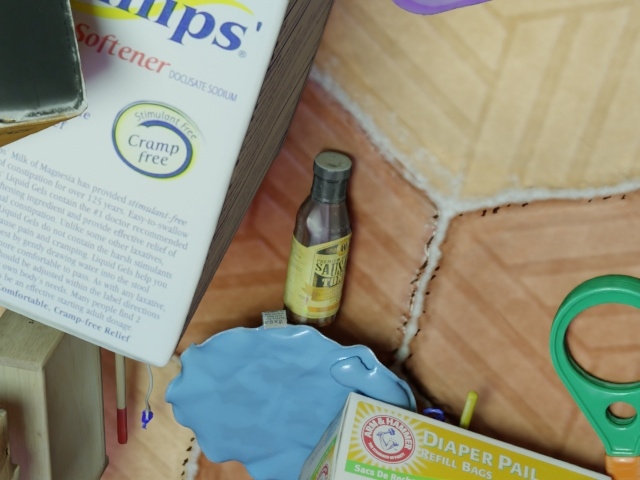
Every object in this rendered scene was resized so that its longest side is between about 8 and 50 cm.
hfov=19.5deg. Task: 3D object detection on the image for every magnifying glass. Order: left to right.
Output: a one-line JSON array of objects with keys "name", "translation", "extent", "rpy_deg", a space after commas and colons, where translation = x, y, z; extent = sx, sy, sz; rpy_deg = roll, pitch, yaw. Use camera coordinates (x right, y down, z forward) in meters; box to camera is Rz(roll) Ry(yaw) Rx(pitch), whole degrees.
[{"name": "magnifying glass", "translation": [0.213, 0.127, 1.307], "extent": [0.092, 0.026, 0.231], "rpy_deg": [0, 118, 15]}]

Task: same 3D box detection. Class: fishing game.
[{"name": "fishing game", "translation": [-0.021, 0.114, 1.339], "extent": [0.264, 0.041, 0.189], "rpy_deg": [8, 138, 4]}]

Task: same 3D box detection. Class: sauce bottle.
[{"name": "sauce bottle", "translation": [0.000, 0.000, 1.276], "extent": [0.042, 0.042, 0.128], "rpy_deg": [13, 125, 8]}]

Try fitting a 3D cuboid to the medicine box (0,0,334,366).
[{"name": "medicine box", "translation": [-0.084, -0.126, 1.090], "extent": [0.149, 0.263, 0.289], "rpy_deg": [21, 123, 2]}]

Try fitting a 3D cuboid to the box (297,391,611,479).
[{"name": "box", "translation": [0.087, 0.203, 1.306], "extent": [0.203, 0.103, 0.114], "rpy_deg": [19, 141, -7]}]

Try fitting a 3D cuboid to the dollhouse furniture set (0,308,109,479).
[{"name": "dollhouse furniture set", "translation": [-0.340, 0.106, 1.280], "extent": [0.355, 0.303, 0.174], "rpy_deg": [8, 123, 11]}]

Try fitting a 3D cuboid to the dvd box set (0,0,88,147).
[{"name": "dvd box set", "translation": [-0.280, -0.174, 1.050], "extent": [0.420, 0.062, 0.307], "rpy_deg": [-15, 85, 54]}]

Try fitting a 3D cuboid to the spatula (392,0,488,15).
[{"name": "spatula", "translation": [0.178, -0.189, 1.120], "extent": [0.296, 0.030, 0.084], "rpy_deg": [-4, 120, 17]}]
